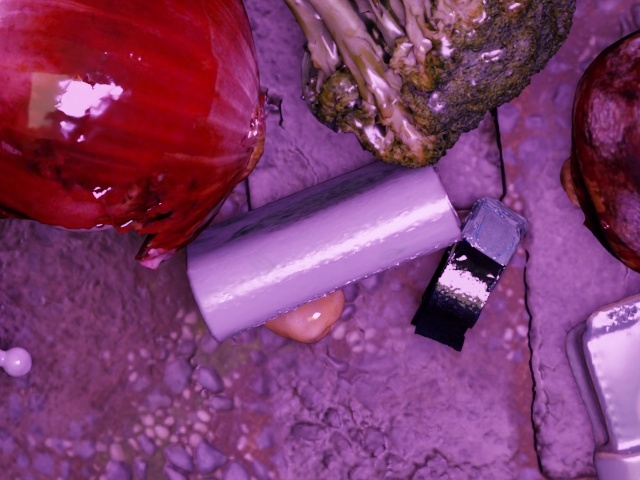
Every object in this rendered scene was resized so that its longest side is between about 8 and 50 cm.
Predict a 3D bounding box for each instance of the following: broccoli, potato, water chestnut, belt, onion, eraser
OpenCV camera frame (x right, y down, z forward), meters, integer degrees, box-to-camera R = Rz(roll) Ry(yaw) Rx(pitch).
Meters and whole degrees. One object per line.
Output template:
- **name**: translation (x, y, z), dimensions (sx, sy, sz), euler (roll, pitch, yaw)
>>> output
- **broccoli**: translation (0.075, -0.230, 1.467), dimensions (0.283, 0.321, 0.304), euler (22, 63, -14)
- **potato**: translation (-0.019, 0.060, 1.616), dimensions (0.083, 0.068, 0.062), euler (17, 130, 18)
- **water chestnut**: translation (0.321, -0.081, 1.503), dimensions (0.223, 0.238, 0.224), euler (4, 83, -37)
- **belt**: translation (0.130, 0.028, 1.579), dimensions (0.058, 0.105, 0.140), euler (30, 83, 3)
- **onion**: translation (-0.193, -0.132, 1.485), dimensions (0.341, 0.341, 0.341), euler (0, 92, 5)
- **eraser**: translation (0.000, 0.000, 1.546), dimensions (0.227, 0.174, 0.081), euler (-22, 101, 0)

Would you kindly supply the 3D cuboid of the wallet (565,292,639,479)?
- **wallet**: translation (0.371, 0.202, 1.579), dimensions (0.252, 0.083, 0.360), euler (-17, 90, 0)

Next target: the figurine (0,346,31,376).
- **figurine**: translation (-0.445, 0.057, 1.610), dimensions (0.370, 0.167, 0.281), euler (24, 119, 13)
